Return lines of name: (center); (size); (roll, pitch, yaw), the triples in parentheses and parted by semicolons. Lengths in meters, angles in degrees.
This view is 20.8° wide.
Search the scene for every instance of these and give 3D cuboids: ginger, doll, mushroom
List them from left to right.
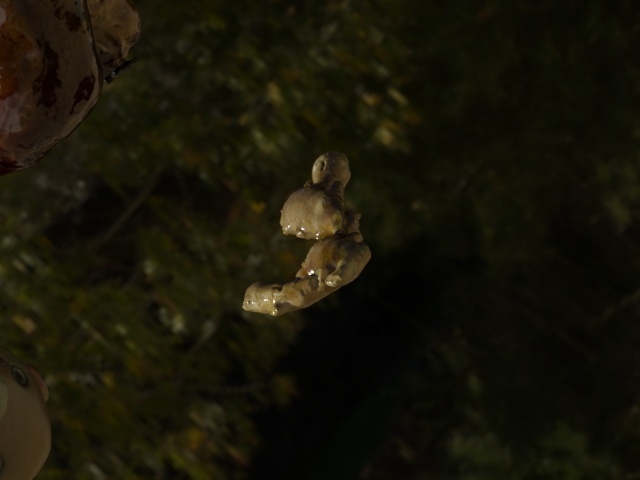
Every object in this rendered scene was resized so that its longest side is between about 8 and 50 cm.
doll: (-0.438, 0.169, 1.849); (0.174, 0.330, 0.235); (-31, 37, 41)
mushroom: (-0.306, -0.183, 1.543); (0.267, 0.267, 0.254); (-53, 9, 14)
ginger: (0.000, 0.000, 1.627); (0.052, 0.176, 0.193); (47, -109, -32)
